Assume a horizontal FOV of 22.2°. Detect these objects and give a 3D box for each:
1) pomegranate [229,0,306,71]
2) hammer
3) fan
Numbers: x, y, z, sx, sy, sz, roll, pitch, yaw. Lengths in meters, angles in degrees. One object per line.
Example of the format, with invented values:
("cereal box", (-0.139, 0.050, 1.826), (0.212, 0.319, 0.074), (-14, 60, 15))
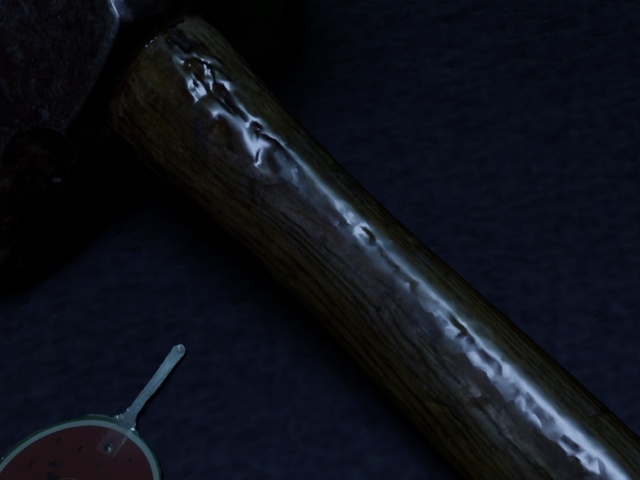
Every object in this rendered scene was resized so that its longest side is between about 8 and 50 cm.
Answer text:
("pomegranate", (-0.077, -0.132, 0.848), (0.161, 0.122, 0.122), (-30, 44, 26))
("hammer", (0.000, 0.000, 0.696), (0.409, 0.242, 0.095), (44, 27, 19))
("fan", (-0.097, 0.096, 0.723), (0.085, 0.005, 0.133), (20, 58, 26))
